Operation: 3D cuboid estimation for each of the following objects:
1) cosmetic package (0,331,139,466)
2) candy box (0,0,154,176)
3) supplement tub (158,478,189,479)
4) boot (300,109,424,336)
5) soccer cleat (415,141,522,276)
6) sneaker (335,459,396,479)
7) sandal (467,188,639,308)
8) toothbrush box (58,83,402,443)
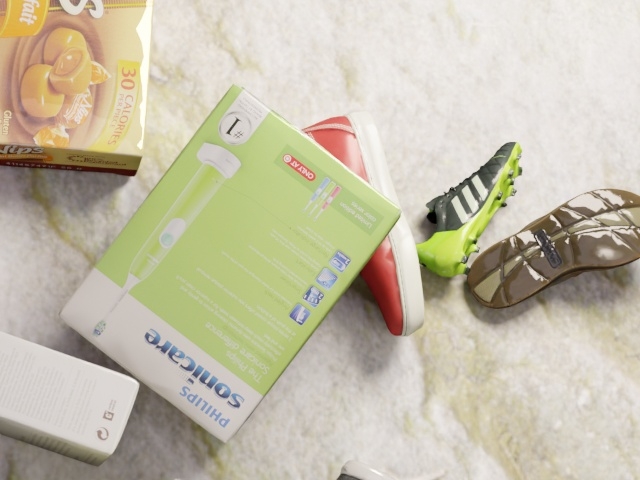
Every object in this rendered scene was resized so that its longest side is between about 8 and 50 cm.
[{"bbox_3d":[-0.301,0.140,1.732,0.231,0.117,0.085,22,73,-8],"label":"cosmetic package"},{"bbox_3d":[-0.265,-0.232,1.841,0.183,0.087,0.316,5,75,-12],"label":"candy box"},{"bbox_3d":[-0.204,0.338,1.643,0.325,0.235,0.235,-1,77,-13],"label":"supplement tub"},{"bbox_3d":[0.000,0.000,1.853,0.176,0.088,0.244,-16,77,-12],"label":"boot"},{"bbox_3d":[0.156,-0.041,1.909,0.072,0.060,0.179,23,64,21],"label":"soccer cleat"},{"bbox_3d":[0.094,0.323,1.804,0.217,0.079,0.121,28,76,4],"label":"sneaker"},{"bbox_3d":[0.260,0.013,1.923,0.219,0.060,0.090,-27,78,-3],"label":"sandal"},{"bbox_3d":[-0.084,0.023,1.758,0.206,0.122,0.283,37,89,2],"label":"toothbrush box"}]
